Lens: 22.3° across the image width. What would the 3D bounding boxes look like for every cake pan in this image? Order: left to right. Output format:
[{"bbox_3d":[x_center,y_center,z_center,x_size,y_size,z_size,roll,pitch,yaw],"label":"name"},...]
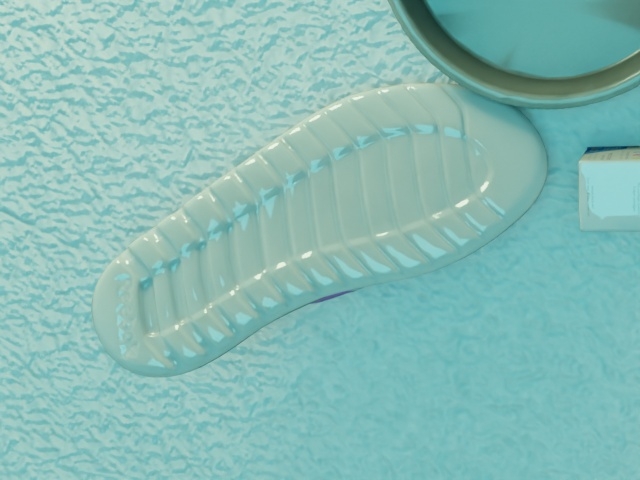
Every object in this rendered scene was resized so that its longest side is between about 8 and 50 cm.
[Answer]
[{"bbox_3d":[0.193,-0.257,1.352,0.293,0.054,0.293,2,100,13],"label":"cake pan"}]

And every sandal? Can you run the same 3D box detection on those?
[{"bbox_3d":[-0.006,-0.014,1.419,0.416,0.102,0.169,-23,79,3],"label":"sandal"}]

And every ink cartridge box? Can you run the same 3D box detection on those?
[{"bbox_3d":[0.307,-0.044,1.334,0.181,0.104,0.061,0,100,13],"label":"ink cartridge box"}]
